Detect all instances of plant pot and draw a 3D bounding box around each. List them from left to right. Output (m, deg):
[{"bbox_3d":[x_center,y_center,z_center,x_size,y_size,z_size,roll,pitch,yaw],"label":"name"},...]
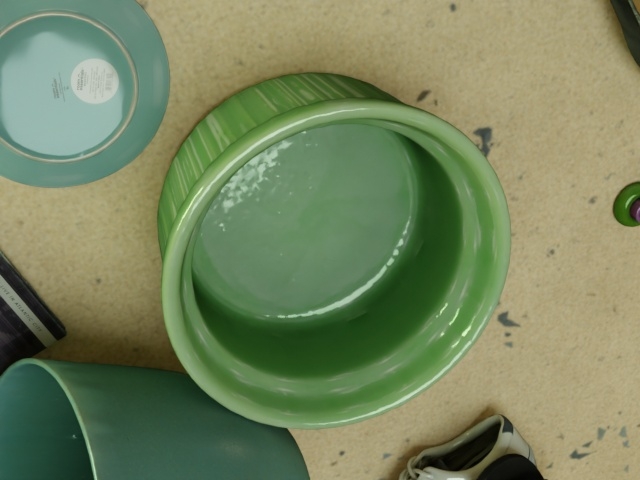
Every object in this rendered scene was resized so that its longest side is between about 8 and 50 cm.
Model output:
[{"bbox_3d":[-0.149,0.247,0.893,0.235,0.293,0.293,2,117,-37],"label":"plant pot"}]

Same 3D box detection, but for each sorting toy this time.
[{"bbox_3d":[0.361,-0.044,1.050,0.102,0.042,0.061,-23,122,-6],"label":"sorting toy"}]

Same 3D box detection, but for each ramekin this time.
[{"bbox_3d":[0.000,0.000,0.884,0.303,0.148,0.303,-8,118,-15],"label":"ramekin"}]

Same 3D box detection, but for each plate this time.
[{"bbox_3d":[-0.214,-0.126,0.818,0.188,0.024,0.188,-8,118,-15],"label":"plate"}]

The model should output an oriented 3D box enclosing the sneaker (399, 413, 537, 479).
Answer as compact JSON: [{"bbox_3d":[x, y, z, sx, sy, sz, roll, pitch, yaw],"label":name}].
[{"bbox_3d":[0.118,0.283,1.118,0.258,0.094,0.091,-35,113,-10],"label":"sneaker"}]

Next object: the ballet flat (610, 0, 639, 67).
[{"bbox_3d":[0.317,-0.215,0.913,0.095,0.096,0.280,-44,122,6],"label":"ballet flat"}]

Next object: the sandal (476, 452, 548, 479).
[{"bbox_3d":[0.233,0.285,1.095,0.179,0.040,0.067,37,92,-37],"label":"sandal"}]

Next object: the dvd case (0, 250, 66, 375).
[{"bbox_3d":[-0.362,0.082,0.878,0.221,0.018,0.164,-32,121,0],"label":"dvd case"}]
